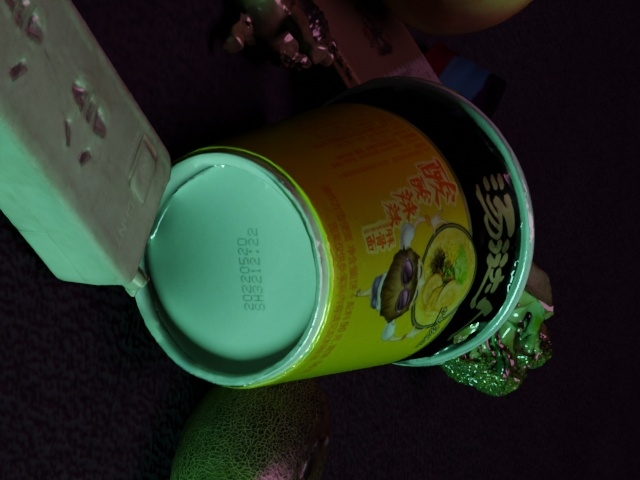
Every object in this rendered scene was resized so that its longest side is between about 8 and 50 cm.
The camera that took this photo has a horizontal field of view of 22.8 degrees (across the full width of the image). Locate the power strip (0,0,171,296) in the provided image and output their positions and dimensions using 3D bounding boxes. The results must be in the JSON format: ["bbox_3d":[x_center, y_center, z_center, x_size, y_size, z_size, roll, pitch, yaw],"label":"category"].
[{"bbox_3d":[-0.144,-0.058,0.849,0.288,0.053,0.093,60,38,-52],"label":"power strip"}]

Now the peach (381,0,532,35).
[{"bbox_3d":[0.106,-0.279,1.215,0.232,0.232,0.233,3,90,-68],"label":"peach"}]

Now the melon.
[{"bbox_3d":[-0.047,0.145,1.058,0.162,0.099,0.099,-59,145,-51],"label":"melon"}]

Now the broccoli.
[{"bbox_3d":[0.156,0.068,1.526,0.162,0.138,0.146,49,39,-1],"label":"broccoli"}]

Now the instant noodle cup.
[{"bbox_3d":[0.000,0.000,1.043,0.236,0.215,0.216,-13,105,-57],"label":"instant noodle cup"}]

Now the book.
[{"bbox_3d":[0.056,-0.127,1.245,0.199,0.016,0.138,57,29,0],"label":"book"}]

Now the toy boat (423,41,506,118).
[{"bbox_3d":[0.078,-0.079,1.349,0.392,0.079,0.136,-51,161,-55],"label":"toy boat"}]

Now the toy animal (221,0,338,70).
[{"bbox_3d":[-0.041,-0.167,1.080,0.220,0.069,0.086,59,18,-62],"label":"toy animal"}]
